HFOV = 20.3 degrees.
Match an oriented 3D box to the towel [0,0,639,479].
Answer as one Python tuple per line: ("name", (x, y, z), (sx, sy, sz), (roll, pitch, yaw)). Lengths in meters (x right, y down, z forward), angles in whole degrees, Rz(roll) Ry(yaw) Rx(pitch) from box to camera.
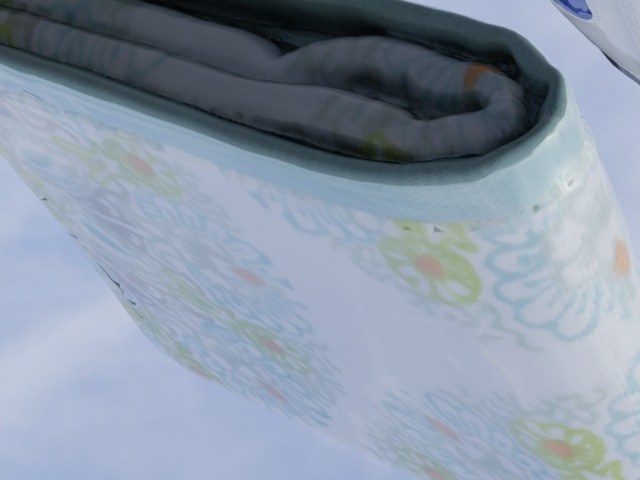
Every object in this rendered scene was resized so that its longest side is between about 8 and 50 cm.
("towel", (0.000, 0.000, 0.841), (0.374, 0.320, 0.090), (21, -113, 38))

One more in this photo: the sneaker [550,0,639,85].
("sneaker", (0.091, -0.116, 0.419), (0.127, 0.182, 0.315), (-52, -158, 4))
